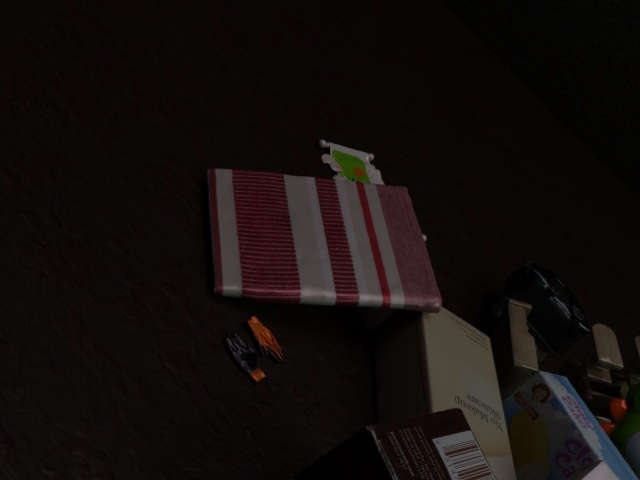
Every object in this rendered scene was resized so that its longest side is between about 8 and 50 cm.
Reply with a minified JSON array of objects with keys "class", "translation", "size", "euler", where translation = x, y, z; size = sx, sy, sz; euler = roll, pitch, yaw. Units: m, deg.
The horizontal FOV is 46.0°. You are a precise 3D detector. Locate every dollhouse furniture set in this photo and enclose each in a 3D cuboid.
[{"class":"dollhouse furniture set","translation":[0.424,0.221,1.302],"size":[0.242,0.212,0.161],"euler":[16,36,-2]}]

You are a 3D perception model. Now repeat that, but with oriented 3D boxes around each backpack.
[{"class":"backpack","translation":[0.415,0.129,1.439],"size":[0.166,0.144,0.188],"euler":[45,21,2]}]

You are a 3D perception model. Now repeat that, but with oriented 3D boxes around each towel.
[{"class":"towel","translation":[0.000,0.000,1.096],"size":[0.329,0.037,0.237],"euler":[5,48,-18]}]

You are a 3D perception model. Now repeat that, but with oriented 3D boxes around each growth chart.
[{"class":"growth chart","translation":[0.092,-0.092,1.423],"size":[0.172,0.021,0.237],"euler":[0,54,-49]}]

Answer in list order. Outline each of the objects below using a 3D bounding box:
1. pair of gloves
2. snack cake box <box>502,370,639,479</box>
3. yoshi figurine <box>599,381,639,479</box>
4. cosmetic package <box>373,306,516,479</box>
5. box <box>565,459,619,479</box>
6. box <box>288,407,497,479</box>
[{"class":"pair of gloves","translation":[-0.083,0.139,0.964],"size":[0.074,0.010,0.083],"euler":[51,34,4]},{"class":"snack cake box","translation":[0.354,0.340,1.089],"size":[0.089,0.152,0.264],"euler":[20,30,-40]},{"class":"yoshi figurine","translation":[0.522,0.390,1.103],"size":[0.203,0.203,0.362],"euler":[19,71,-29]},{"class":"cosmetic package","translation":[0.168,0.244,1.054],"size":[0.160,0.113,0.309],"euler":[31,34,-24]},{"class":"box","translation":[0.285,0.442,0.868],"size":[0.322,0.058,0.232],"euler":[-30,74,-23]},{"class":"box","translation":[0.070,0.300,0.785],"size":[0.167,0.203,0.168],"euler":[4,51,-48]}]
